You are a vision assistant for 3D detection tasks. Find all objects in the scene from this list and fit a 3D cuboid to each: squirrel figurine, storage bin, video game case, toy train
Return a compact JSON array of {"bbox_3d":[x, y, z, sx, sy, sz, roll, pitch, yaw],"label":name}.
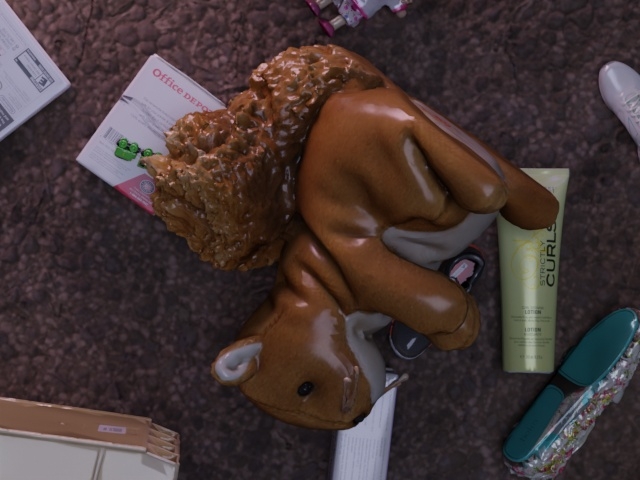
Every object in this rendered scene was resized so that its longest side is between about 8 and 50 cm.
[{"bbox_3d":[0.000,0.000,1.816,0.397,0.281,0.370,38,101,11],"label":"squirrel figurine"},{"bbox_3d":[-0.289,0.254,1.797,0.260,0.262,0.123,9,90,-5],"label":"storage bin"},{"bbox_3d":[-0.410,-0.199,1.886,0.173,0.022,0.190,-38,96,-2],"label":"video game case"},{"bbox_3d":[-0.191,-0.090,1.845,0.083,0.017,0.024,23,102,-7],"label":"toy train"}]

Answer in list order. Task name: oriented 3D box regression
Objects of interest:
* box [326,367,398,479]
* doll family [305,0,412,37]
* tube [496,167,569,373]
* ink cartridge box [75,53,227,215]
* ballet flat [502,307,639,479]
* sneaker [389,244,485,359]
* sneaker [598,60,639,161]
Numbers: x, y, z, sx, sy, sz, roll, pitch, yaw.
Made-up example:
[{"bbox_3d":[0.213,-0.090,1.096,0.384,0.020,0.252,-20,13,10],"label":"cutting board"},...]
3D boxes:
[{"bbox_3d":[0.038,0.307,1.923,0.067,0.063,0.324,5,92,-6],"label":"box"},{"bbox_3d":[0.023,-0.363,1.861,0.163,0.118,0.263,-34,95,-2],"label":"doll family"},{"bbox_3d":[0.242,0.034,1.930,0.070,0.062,0.240,4,87,-45],"label":"tube"},{"bbox_3d":[-0.190,-0.121,1.884,0.109,0.063,0.150,36,89,-6],"label":"ink cartridge box"},{"bbox_3d":[0.306,0.184,1.939,0.241,0.091,0.077,-49,125,3],"label":"ballet flat"},{"bbox_3d":[0.135,0.069,1.917,0.061,0.065,0.158,34,89,-6],"label":"sneaker"},{"bbox_3d":[0.377,-0.144,1.928,0.053,0.061,0.152,-32,93,0],"label":"sneaker"}]
